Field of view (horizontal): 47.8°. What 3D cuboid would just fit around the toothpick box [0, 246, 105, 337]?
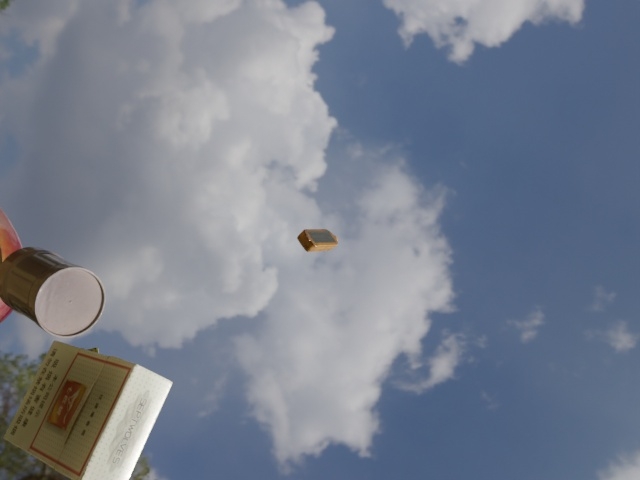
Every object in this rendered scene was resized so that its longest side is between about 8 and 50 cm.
[{"bbox_3d":[-0.374,0.068,0.996,0.149,0.098,0.098,15,-90,47],"label":"toothpick box"}]

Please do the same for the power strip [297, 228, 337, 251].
[{"bbox_3d":[0.000,0.000,1.686,0.028,0.178,0.049,-42,-105,20],"label":"power strip"}]

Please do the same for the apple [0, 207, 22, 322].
[{"bbox_3d":[-0.863,0.049,1.658,0.295,0.329,0.364,-39,-118,55],"label":"apple"}]

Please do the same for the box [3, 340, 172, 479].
[{"bbox_3d":[-0.431,0.312,1.321,0.330,0.095,0.210,3,-116,45],"label":"box"}]

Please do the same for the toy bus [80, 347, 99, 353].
[{"bbox_3d":[-0.660,0.397,2.040,0.081,0.074,0.226,-111,-149,-41],"label":"toy bus"}]
